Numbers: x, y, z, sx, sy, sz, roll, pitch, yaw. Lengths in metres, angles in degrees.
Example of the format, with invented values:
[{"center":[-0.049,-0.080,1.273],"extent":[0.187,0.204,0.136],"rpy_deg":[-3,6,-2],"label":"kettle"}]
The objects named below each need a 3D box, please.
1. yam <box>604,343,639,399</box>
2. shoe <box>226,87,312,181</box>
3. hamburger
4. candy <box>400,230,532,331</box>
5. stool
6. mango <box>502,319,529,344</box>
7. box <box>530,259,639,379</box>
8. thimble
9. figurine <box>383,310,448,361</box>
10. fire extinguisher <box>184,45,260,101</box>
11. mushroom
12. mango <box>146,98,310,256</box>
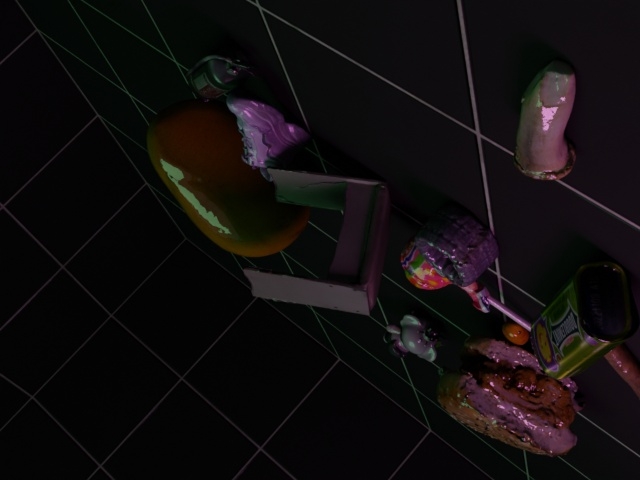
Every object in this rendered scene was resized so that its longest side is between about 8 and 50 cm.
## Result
[{"center":[0.613,0.290,1.809],"extent":[0.045,0.045,0.327],"rpy_deg":[-15,124,49],"label":"yam"},{"center":[-0.130,-0.221,2.047],"extent":[0.095,0.137,0.245],"rpy_deg":[31,179,41],"label":"shoe"},{"center":[0.419,0.350,2.188],"extent":[0.318,0.195,0.277],"rpy_deg":[28,166,-4],"label":"hamburger"},{"center":[0.326,0.107,1.999],"extent":[0.365,0.124,0.124],"rpy_deg":[35,168,-5],"label":"candy"},{"center":[0.000,0.000,2.042],"extent":[0.270,0.243,0.170],"rpy_deg":[8,158,8],"label":"stool"},{"center":[0.419,0.198,2.085],"extent":[0.060,0.046,0.089],"rpy_deg":[37,178,20],"label":"mango"},{"center":[0.441,0.144,1.662],"extent":[0.345,0.097,0.134],"rpy_deg":[90,169,-73],"label":"box"},{"center":[0.257,0.010,1.845],"extent":[0.150,0.098,0.150],"rpy_deg":[41,168,11],"label":"thimble"},{"center":[0.251,0.255,2.596],"extent":[0.147,0.126,0.192],"rpy_deg":[56,148,-13],"label":"figurine"},{"center":[-0.208,-0.356,2.049],"extent":[0.118,0.093,0.294],"rpy_deg":[22,174,-19],"label":"fire extinguisher"},{"center":[0.299,-0.154,1.280],"extent":[0.084,0.071,0.209],"rpy_deg":[31,160,23],"label":"mushroom"},{"center":[-0.211,-0.150,2.248],"extent":[0.446,0.300,0.232],"rpy_deg":[39,153,-25],"label":"mango"}]
